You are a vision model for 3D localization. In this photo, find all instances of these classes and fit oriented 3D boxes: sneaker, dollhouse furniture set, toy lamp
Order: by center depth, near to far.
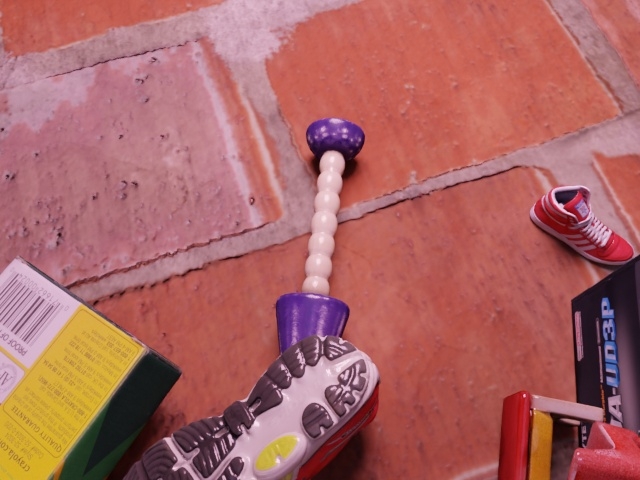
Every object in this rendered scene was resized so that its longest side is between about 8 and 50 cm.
[{"bbox_3d":[0.144,0.293,0.404,0.152,0.201,0.374,9,69,5],"label":"dollhouse furniture set"},{"bbox_3d":[-0.056,0.205,0.491,0.279,0.118,0.107,-34,50,-5],"label":"sneaker"},{"bbox_3d":[0.000,0.000,0.595,0.080,0.080,0.274,4,67,3],"label":"toy lamp"},{"bbox_3d":[0.293,-0.017,0.601,0.118,0.067,0.042,30,72,12],"label":"sneaker"}]

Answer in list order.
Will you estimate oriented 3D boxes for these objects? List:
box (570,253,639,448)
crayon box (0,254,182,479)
[{"bbox_3d":[0.283,0.133,0.481,0.051,0.175,0.220,7,68,3],"label":"box"},{"bbox_3d":[-0.305,0.194,0.496,0.202,0.081,0.318,26,70,26],"label":"crayon box"}]
